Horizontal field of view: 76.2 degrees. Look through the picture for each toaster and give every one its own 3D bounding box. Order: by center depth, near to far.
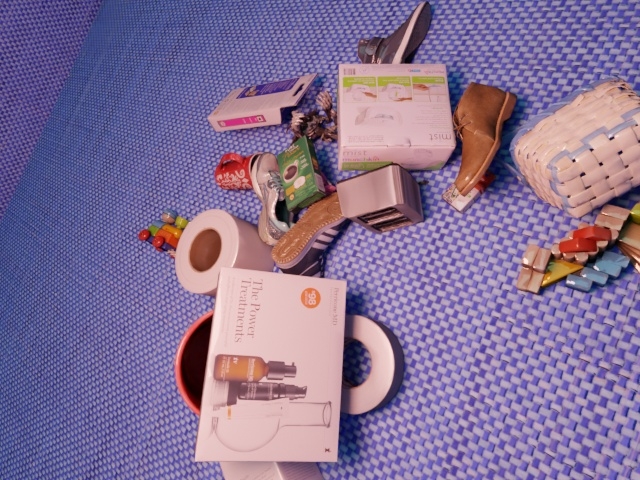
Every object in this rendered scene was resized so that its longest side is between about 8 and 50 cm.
[{"bbox_3d":[0.155,-0.099,0.983,0.185,0.168,0.110,-15,70,28],"label":"toaster"}]

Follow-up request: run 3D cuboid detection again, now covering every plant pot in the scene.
[{"bbox_3d":[-0.235,0.298,1.019,0.243,0.275,0.275,-23,59,61],"label":"plant pot"}]

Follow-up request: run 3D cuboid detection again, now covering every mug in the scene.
[{"bbox_3d":[-0.253,-0.227,1.291,0.169,0.150,0.113,-1,41,36],"label":"mug"}]

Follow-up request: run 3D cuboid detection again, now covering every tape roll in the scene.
[{"bbox_3d":[0.083,0.288,0.961,0.219,0.072,0.219,-9,71,29],"label":"tape roll"},{"bbox_3d":[-0.279,0.048,1.199,0.246,0.169,0.246,-9,71,28],"label":"tape roll"}]

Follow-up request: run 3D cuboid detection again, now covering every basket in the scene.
[{"bbox_3d":[0.493,-0.191,0.801,0.254,0.201,0.289,-32,33,22],"label":"basket"}]

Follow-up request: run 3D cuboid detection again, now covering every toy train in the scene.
[{"bbox_3d":[-0.498,-0.019,1.403,0.248,0.105,0.143,18,72,34],"label":"toy train"}]

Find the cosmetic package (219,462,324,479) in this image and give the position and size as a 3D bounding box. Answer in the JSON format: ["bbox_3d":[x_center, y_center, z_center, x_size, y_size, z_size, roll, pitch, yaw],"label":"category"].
[{"bbox_3d":[-0.109,0.545,0.948,0.151,0.151,0.184,-40,59,14],"label":"cosmetic package"}]

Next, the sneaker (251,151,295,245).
[{"bbox_3d":[-0.118,-0.133,1.177,0.122,0.110,0.283,-27,70,51],"label":"sneaker"}]

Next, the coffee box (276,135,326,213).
[{"bbox_3d":[-0.053,-0.178,1.099,0.113,0.040,0.184,-30,61,30],"label":"coffee box"}]

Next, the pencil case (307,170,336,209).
[{"bbox_3d":[-0.034,-0.179,1.167,0.098,0.095,0.209,-53,53,29],"label":"pencil case"}]

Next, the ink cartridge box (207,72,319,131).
[{"bbox_3d":[-0.181,-0.443,1.317,0.371,0.069,0.176,2,50,34],"label":"ink cartridge box"}]

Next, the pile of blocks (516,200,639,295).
[{"bbox_3d":[0.537,0.007,0.747,0.362,0.112,0.149,-36,60,18],"label":"pile of blocks"}]

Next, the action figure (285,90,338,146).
[{"bbox_3d":[-0.005,-0.340,1.166,0.275,0.141,0.164,19,65,33],"label":"action figure"}]

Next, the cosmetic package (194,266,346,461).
[{"bbox_3d":[-0.098,0.261,0.879,0.097,0.284,0.377,143,133,-68],"label":"cosmetic package"}]

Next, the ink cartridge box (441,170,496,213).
[{"bbox_3d":[0.346,-0.125,0.954,0.115,0.029,0.063,-49,56,10],"label":"ink cartridge box"}]

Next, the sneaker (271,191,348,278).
[{"bbox_3d":[0.000,0.000,1.092,0.282,0.153,0.099,-43,51,-18],"label":"sneaker"}]

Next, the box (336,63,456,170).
[{"bbox_3d":[0.173,-0.297,0.990,0.262,0.127,0.231,-1,73,-1],"label":"box"}]

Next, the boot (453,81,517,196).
[{"bbox_3d":[0.330,-0.227,0.893,0.115,0.112,0.305,27,63,-1],"label":"boot"}]

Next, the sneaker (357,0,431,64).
[{"bbox_3d":[0.199,-0.573,1.150,0.163,0.086,0.226,28,92,32],"label":"sneaker"}]
